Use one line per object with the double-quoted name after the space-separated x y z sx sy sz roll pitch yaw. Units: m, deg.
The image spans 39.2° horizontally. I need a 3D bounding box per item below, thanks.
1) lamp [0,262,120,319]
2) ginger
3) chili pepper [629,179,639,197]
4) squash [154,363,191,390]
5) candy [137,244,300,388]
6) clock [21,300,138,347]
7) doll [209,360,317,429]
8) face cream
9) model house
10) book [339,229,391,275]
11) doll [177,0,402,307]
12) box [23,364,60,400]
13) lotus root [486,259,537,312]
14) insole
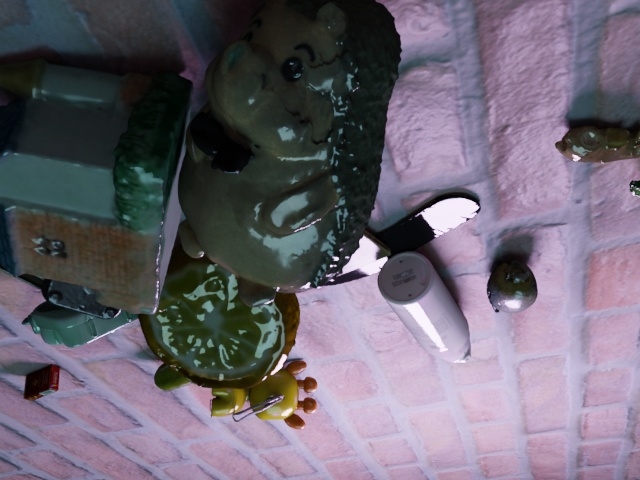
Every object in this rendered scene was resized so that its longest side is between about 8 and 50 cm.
-0.394 0.019 1.288 0.203 0.124 0.283 21 173 -30 "lamp"
0.406 -0.134 1.218 0.174 0.051 0.069 -10 156 -1 "ginger"
0.545 -0.052 1.368 0.227 0.059 0.088 18 148 -30 "chili pepper"
-0.229 0.236 1.745 0.252 0.066 0.066 -25 144 32 "squash"
-0.158 0.117 1.413 0.260 0.118 0.259 7 122 11 "candy"
-0.391 0.119 1.454 0.189 0.060 0.148 -1 -161 46 "clock"
-0.116 0.315 1.851 0.221 0.142 0.135 3 178 -2 "doll"
0.197 0.131 1.587 0.102 0.102 0.345 -14 151 15 "face cream"
-0.331 -0.084 1.070 0.325 0.194 0.267 9 139 -5 "model house"
0.000 0.000 1.405 0.138 0.016 0.199 -23 142 30 "book"
-0.037 -0.107 0.983 0.247 0.247 0.349 12 119 -26 "doll"
-0.559 0.286 1.800 0.082 0.051 0.023 -24 144 28 "box"
0.330 0.088 1.560 0.088 0.088 0.165 -6 160 2 "lotus root"
0.110 0.006 1.454 0.119 0.009 0.348 21 142 -39 "insole"
